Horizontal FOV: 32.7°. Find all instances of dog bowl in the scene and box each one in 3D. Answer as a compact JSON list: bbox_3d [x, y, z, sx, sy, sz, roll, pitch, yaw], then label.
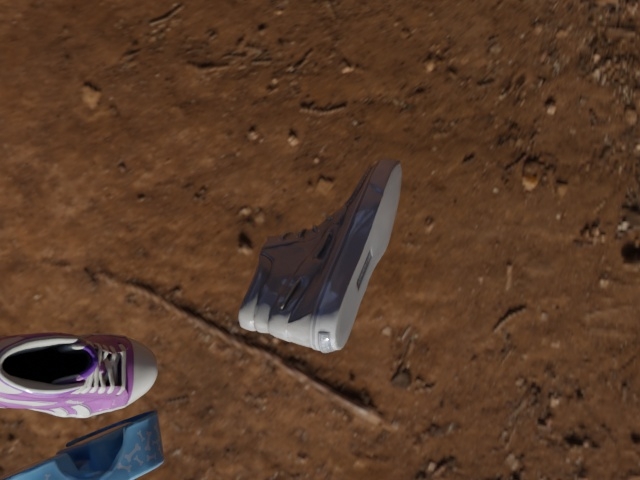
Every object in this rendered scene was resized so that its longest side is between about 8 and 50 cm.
[{"bbox_3d":[-0.335,0.313,1.454,0.166,0.297,0.074,-23,87,46],"label":"dog bowl"}]

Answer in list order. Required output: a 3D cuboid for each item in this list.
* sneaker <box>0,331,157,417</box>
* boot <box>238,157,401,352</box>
[{"bbox_3d":[-0.270,0.152,1.242,0.161,0.282,0.102,-11,80,41],"label":"sneaker"},{"bbox_3d":[0.000,0.000,1.193,0.123,0.258,0.095,12,141,18],"label":"boot"}]
